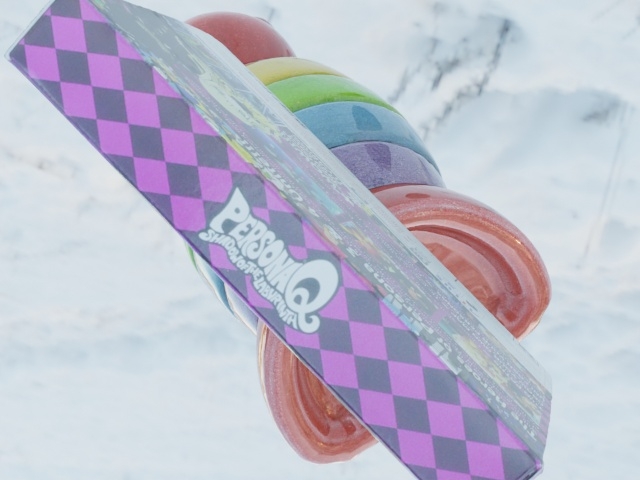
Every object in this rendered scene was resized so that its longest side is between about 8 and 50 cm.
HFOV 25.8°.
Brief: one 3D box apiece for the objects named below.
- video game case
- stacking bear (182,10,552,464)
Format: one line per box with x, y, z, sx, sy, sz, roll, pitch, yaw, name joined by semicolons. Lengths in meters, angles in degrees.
0.000;0.000;0.568;0.232;0.042;0.210;45;-171;5;video game case
-0.021;-0.038;0.848;0.289;0.175;0.164;53;177;44;stacking bear
